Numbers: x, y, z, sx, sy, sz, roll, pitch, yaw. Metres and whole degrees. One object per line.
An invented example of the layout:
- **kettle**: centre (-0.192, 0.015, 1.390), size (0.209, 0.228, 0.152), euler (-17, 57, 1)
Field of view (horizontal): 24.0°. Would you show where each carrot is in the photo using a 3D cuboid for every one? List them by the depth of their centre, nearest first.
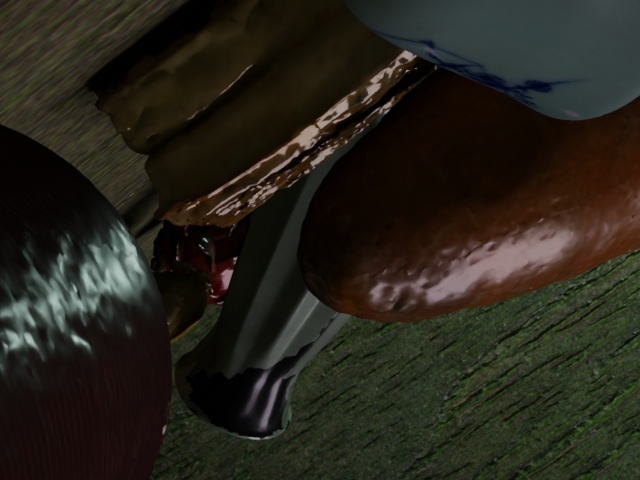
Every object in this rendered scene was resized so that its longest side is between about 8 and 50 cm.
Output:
- **carrot**: centre (0.076, -0.030, 0.839), size (0.225, 0.159, 0.159), euler (-25, 173, -30)

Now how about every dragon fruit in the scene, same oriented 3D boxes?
- **dragon fruit**: centre (-0.112, 0.001, 1.548), size (0.121, 0.130, 0.142), euler (7, 149, -38)

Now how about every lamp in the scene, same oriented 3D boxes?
- **lamp**: centre (-0.144, 0.048, 0.432), size (0.180, 0.180, 0.258), euler (-38, -179, 17)

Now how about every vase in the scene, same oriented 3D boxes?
- **vase**: centre (0.000, 0.000, 1.255), size (0.360, 0.165, 0.165), euler (-61, 168, 28)

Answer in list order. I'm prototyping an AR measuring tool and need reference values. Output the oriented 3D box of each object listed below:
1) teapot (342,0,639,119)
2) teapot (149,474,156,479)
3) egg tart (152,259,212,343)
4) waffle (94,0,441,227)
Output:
- **teapot**: centre (0.046, -0.124, 0.468), size (0.159, 0.159, 0.232), euler (-38, -170, -20)
- **teapot**: centre (-0.186, 0.189, 1.215), size (0.130, 0.119, 0.166), euler (-36, 160, -9)
- **egg tart**: centre (-0.233, 0.099, 1.374), size (0.295, 0.116, 0.295), euler (-37, -178, 1)
- **waffle**: centre (-0.007, -0.097, 0.851), size (0.213, 0.091, 0.308), euler (-38, 179, 2)
